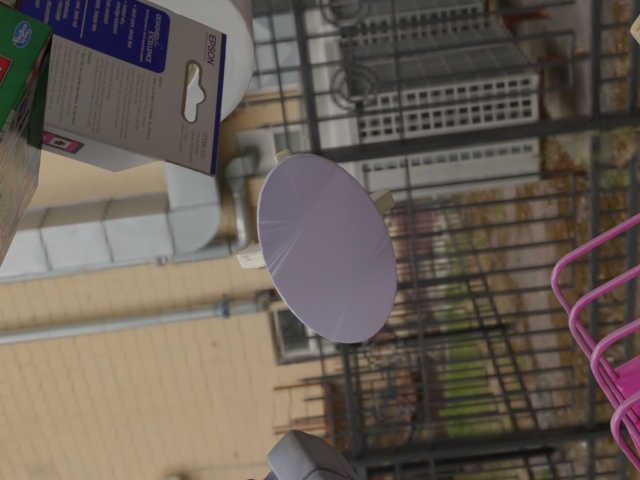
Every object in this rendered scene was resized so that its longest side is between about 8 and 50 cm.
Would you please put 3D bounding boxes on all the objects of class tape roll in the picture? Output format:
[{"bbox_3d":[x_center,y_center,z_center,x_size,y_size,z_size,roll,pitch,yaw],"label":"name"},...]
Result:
[{"bbox_3d":[-0.223,-0.250,1.138,0.286,0.286,0.100,82,-178,-49],"label":"tape roll"}]

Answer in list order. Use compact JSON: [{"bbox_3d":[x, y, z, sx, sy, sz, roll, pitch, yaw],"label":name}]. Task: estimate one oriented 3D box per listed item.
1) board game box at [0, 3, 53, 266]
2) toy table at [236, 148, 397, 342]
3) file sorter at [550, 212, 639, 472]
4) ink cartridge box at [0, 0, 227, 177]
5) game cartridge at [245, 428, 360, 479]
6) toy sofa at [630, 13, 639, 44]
[{"bbox_3d":[-0.275,-0.015,0.730,0.317,0.046,0.213,137,154,-65],"label":"board game box"},{"bbox_3d":[0.000,0.000,1.361,0.161,0.252,0.274,-118,16,-77],"label":"toy table"},{"bbox_3d":[0.339,0.113,0.798,0.182,0.202,0.290,50,-163,-25],"label":"file sorter"},{"bbox_3d":[-0.266,-0.180,0.892,0.069,0.371,0.175,-30,52,51],"label":"ink cartridge box"},{"bbox_3d":[-0.064,0.297,0.461,0.068,0.355,0.230,35,-173,-43],"label":"game cartridge"},{"bbox_3d":[0.523,-0.188,0.964,0.177,0.150,0.362,32,-176,-39],"label":"toy sofa"}]
